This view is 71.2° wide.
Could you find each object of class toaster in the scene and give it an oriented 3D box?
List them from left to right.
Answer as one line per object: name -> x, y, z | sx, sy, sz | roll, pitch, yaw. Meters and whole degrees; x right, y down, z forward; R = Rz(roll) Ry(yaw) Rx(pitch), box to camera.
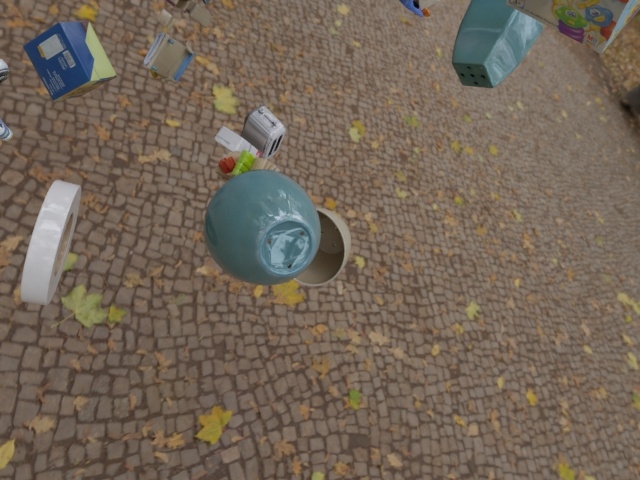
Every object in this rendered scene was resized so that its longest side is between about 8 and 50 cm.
toaster -> -0.246, -0.441, 1.876 | 0.146, 0.227, 0.129 | 41, 51, 5

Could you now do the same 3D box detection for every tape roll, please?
tape roll -> -0.828, 0.004, 1.384 | 0.072, 0.392, 0.392 | 14, 57, -24

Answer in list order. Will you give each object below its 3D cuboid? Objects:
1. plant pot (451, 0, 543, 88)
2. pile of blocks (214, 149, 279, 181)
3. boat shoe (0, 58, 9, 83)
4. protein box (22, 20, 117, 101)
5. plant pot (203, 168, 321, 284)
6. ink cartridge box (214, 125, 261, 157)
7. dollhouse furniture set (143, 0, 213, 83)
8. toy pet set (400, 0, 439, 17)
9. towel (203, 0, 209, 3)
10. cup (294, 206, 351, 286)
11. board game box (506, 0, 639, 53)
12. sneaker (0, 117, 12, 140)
plant pot -> 0.489, -0.567, 1.280 | 0.165, 0.165, 0.234 | 34, 84, -48
pile of blocks -> -0.185, -0.171, 1.301 | 0.362, 0.149, 0.112 | 45, 1, 28
boat shoe -> -1.080, -0.421, 1.374 | 0.119, 0.335, 0.121 | 53, 1, -21
protein box -> -0.876, -0.627, 1.569 | 0.200, 0.201, 0.136 | 67, 26, -18
plant pot -> -0.115, -0.010, 1.065 | 0.290, 0.195, 0.290 | -8, 110, -24
ink cartridge box -> -0.300, -0.343, 1.632 | 0.109, 0.063, 0.150 | 34, 1, 20
dollhouse furniture set -> -0.560, -0.714, 1.504 | 0.198, 0.303, 0.286 | 36, 12, 0
toy pet set -> 0.168, -0.458, 0.826 | 0.065, 0.122, 0.114 | -20, 50, 4
towel -> -0.306, -0.887, 1.353 | 0.271, 0.370, 0.040 | -33, 89, 3
cup -> 0.000, 0.000, 1.900 | 0.331, 0.331, 0.237 | 54, 29, 4
board game box -> 0.354, -0.382, 0.485 | 0.144, 0.275, 0.142 | 41, 6, 19
sneaker -> -1.086, -0.392, 1.476 | 0.144, 0.059, 0.053 | 39, 85, 7
